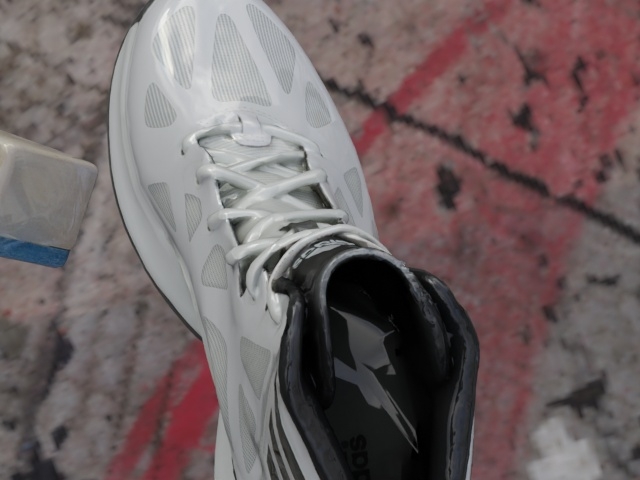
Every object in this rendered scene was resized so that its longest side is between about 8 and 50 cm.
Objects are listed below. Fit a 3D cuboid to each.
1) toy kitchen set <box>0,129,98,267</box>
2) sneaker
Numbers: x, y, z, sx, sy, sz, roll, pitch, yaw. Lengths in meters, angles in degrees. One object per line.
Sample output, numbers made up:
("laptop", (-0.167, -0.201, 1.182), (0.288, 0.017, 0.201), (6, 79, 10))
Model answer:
("toy kitchen set", (-0.212, 0.017, 0.659), (0.207, 0.122, 0.166), (15, 94, -55))
("sneaker", (0.001, 0.000, 1.068), (0.169, 0.257, 0.447), (-9, 69, -20))
